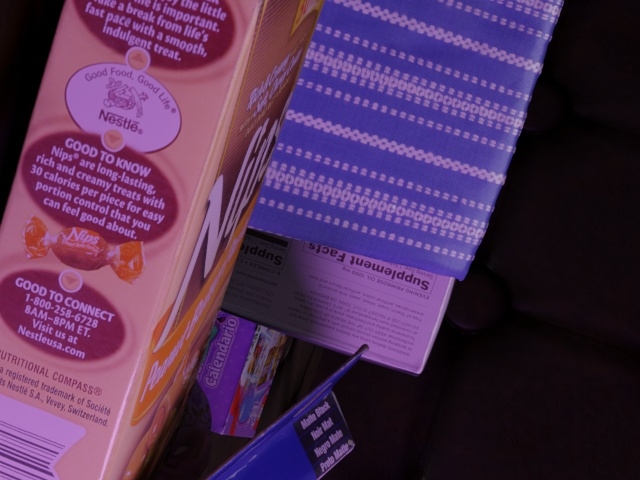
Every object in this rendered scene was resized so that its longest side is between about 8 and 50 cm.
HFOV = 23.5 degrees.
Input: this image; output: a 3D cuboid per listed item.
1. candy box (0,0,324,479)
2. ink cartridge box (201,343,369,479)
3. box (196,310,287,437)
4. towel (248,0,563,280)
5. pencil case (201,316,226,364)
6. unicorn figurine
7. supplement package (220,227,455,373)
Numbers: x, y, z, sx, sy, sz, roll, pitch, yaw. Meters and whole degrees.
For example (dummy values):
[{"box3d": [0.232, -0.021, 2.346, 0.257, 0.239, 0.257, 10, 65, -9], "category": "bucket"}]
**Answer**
[{"box3d": [-0.090, -0.005, 0.748, 0.183, 0.087, 0.316, -56, 167, -72], "category": "candy box"}, {"box3d": [-0.076, 0.173, 0.874, 0.223, 0.045, 0.224, -35, 173, -47], "category": "ink cartridge box"}, {"box3d": [-0.071, 0.085, 1.474, 0.293, 0.057, 0.201, 72, 36, -81], "category": "box"}, {"box3d": [0.036, -0.160, 0.907, 0.040, 0.243, 0.336, 32, -74, 64], "category": "towel"}, {"box3d": [-0.117, 0.108, 0.995, 0.064, 0.070, 0.152, 4, -109, 60], "category": "pencil case"}, {"box3d": [-0.102, 0.072, 0.911, 0.111, 0.162, 0.060, -38, 167, 37], "category": "unicorn figurine"}, {"box3d": [0.000, 0.000, 1.114, 0.262, 0.204, 0.145, 55, 54, -84], "category": "supplement package"}]
